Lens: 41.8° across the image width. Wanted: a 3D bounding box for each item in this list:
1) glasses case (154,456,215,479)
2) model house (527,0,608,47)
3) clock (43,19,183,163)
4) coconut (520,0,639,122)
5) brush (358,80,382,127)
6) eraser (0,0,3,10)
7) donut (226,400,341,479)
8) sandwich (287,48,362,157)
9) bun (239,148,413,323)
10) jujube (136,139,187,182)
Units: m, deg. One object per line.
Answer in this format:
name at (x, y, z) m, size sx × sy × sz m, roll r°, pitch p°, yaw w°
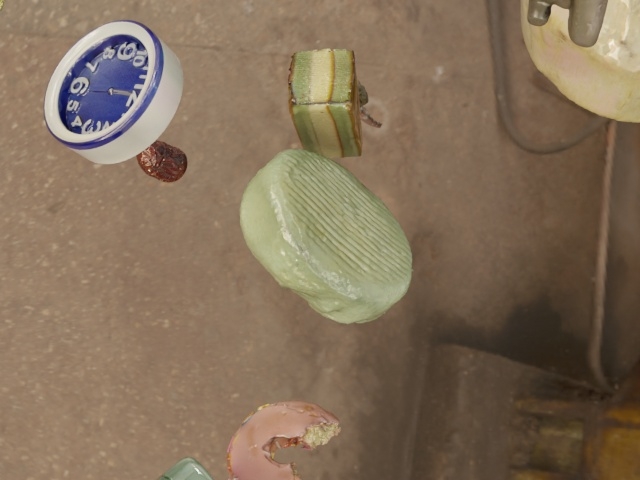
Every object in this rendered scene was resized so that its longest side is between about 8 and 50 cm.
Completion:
glasses case at (-0.093, 0.192, 0.527) m, size 0.077 × 0.184 × 0.039 m, roll 48°, pitch 56°, yaw 5°
model house at (0.127, -0.260, 0.566) m, size 0.188 × 0.122 × 0.229 m, roll 8°, pitch 89°, yaw -3°
clock at (-0.334, -0.238, 1.351) m, size 0.083 × 0.231 × 0.230 m, roll 44°, pitch 57°, yaw -56°
coconut at (0.441, -0.330, 1.169) m, size 0.353 × 0.353 × 0.352 m, roll 5°, pitch 81°, yaw -35°
brush at (0.050, -0.216, 1.354) m, size 0.071 × 0.084 × 0.301 m, roll -58°, pitch 164°, yaw 5°
eraser at (-0.438, -0.293, 0.880) m, size 0.069 × 0.158 × 0.226 m, roll 53°, pitch 25°, yaw 23°
donut at (-0.076, 0.409, 1.589) m, size 0.232 × 0.199 × 0.085 m, roll -61°, pitch 149°, yaw -41°
sandwich at (0.007, -0.132, 1.009) m, size 0.113 × 0.080 × 0.163 m, roll -85°, pitch 172°, yaw -46°
bun at (-0.002, -0.002, 0.941) m, size 0.221 × 0.108 × 0.221 m, roll 32°, pitch 36°, yaw -27°
jujube at (-0.317, -0.159, 1.669) m, size 0.129 × 0.077 × 0.077 m, roll 22°, pitch 68°, yaw -67°
